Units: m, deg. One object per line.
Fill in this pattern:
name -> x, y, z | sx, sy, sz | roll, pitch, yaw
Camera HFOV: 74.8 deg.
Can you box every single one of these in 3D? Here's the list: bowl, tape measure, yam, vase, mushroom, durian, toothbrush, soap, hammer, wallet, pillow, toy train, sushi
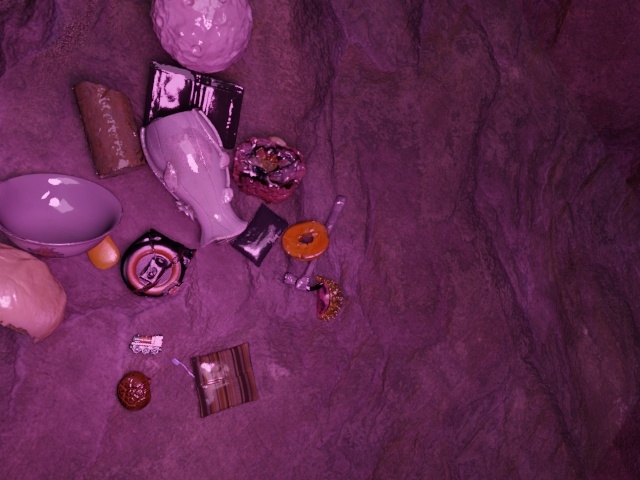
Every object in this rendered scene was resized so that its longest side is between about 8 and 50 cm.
bowl -> -0.795, -0.047, 1.266 | 0.346, 0.345, 0.157 | 15, 125, -19
tape measure -> -0.548, 0.083, 1.390 | 0.202, 0.135, 0.222 | 33, 80, -24
yam -> -0.681, -0.358, 1.364 | 0.168, 0.168, 0.304 | -15, 91, -21
vase -> -0.405, -0.199, 1.410 | 0.250, 0.250, 0.445 | -27, 102, -21
mushroom -> -0.603, 0.489, 1.360 | 0.109, 0.085, 0.126 | -20, 88, -20
durian -> 0.049, 0.225, 1.617 | 0.119, 0.108, 0.186 | 0, 85, -20
toothbrush -> -0.443, 0.475, 1.460 | 0.193, 0.013, 0.019 | 46, 78, -11
soap -> -0.732, 0.013, 1.380 | 0.089, 0.033, 0.168 | -31, 95, -20
hammer -> 0.000, 0.000, 1.638 | 0.152, 0.044, 0.426 | 18, 70, 12
wallet -> -0.442, -0.467, 1.476 | 0.323, 0.041, 0.246 | 6, 109, -26
pillow -> -0.334, 0.489, 1.476 | 0.212, 0.052, 0.208 | -10, 88, -27
toy train -> -0.583, 0.347, 1.403 | 0.103, 0.044, 0.064 | 10, 79, -22
sushi -> -0.192, -0.275, 1.537 | 0.270, 0.171, 0.236 | 24, 78, -13
pillow -> -0.223, -0.021, 1.564 | 0.141, 0.055, 0.208 | 38, 73, -7

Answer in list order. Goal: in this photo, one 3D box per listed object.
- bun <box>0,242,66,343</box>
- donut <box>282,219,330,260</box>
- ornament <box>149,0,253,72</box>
bun -> -0.877, 0.122, 1.166 | 0.364, 0.364, 0.202 | 35, 63, -15
donut -> -0.053, 0.007, 1.586 | 0.179, 0.065, 0.162 | -8, 61, 2
ornament -> -0.392, -0.734, 1.419 | 0.338, 0.337, 0.336 | 2, 85, -21
